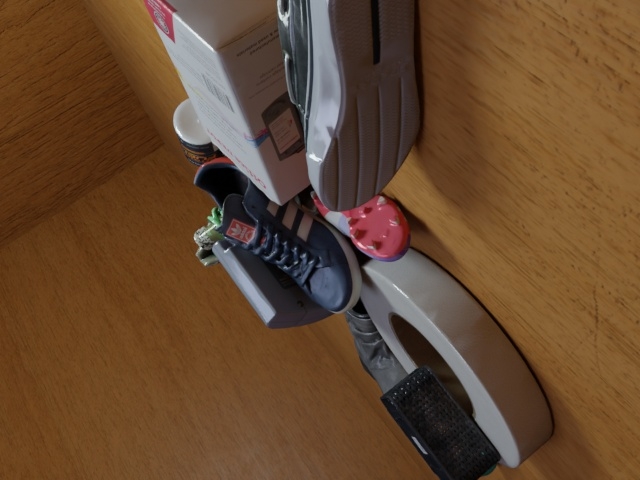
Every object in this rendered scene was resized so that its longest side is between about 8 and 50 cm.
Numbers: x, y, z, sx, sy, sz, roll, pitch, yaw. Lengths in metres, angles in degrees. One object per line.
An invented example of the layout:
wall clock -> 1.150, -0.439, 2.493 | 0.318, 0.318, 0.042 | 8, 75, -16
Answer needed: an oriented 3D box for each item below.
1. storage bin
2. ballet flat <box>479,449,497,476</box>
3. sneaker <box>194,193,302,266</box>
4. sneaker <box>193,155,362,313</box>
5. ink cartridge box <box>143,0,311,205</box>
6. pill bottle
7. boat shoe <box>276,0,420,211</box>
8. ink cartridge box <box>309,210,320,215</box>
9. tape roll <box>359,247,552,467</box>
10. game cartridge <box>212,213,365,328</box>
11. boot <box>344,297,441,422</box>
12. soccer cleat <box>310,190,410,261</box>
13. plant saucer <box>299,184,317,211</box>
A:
storage bin -> 0.187, 0.301, 0.967 | 0.180, 0.084, 0.122 | 53, 169, 12
ballet flat -> 0.325, 0.427, 1.223 | 0.070, 0.070, 0.188 | 47, 165, 34
sneaker -> -0.168, -0.041, 1.238 | 0.158, 0.182, 0.410 | 48, 151, 9
sneaker -> -0.083, -0.009, 0.978 | 0.350, 0.148, 0.131 | 47, 124, 25
ink cartridge box -> -0.109, -0.231, 0.856 | 0.226, 0.131, 0.306 | 45, 167, 30
pill bottle -> -0.304, -0.270, 1.578 | 0.130, 0.130, 0.246 | 53, 170, 7
boat shoe -> 0.025, -0.167, 0.593 | 0.119, 0.121, 0.335 | 57, 161, 32
ink cartridge box -> 0.000, 0.000, 1.304 | 0.122, 0.052, 0.088 | 56, 169, 1
tape roll -> 0.198, 0.180, 0.959 | 0.392, 0.072, 0.392 | 51, 169, 14
game cartridge -> -0.035, 0.053, 1.102 | 0.062, 0.297, 0.198 | -46, 72, 35
boot -> 0.139, 0.232, 1.276 | 0.338, 0.118, 0.223 | 28, 147, 57
soccer cleat -> 0.070, -0.026, 0.894 | 0.095, 0.083, 0.248 | 43, 178, -35
plant saucer -> -0.052, -0.145, 1.133 | 0.199, 0.036, 0.199 | 53, 169, 14
